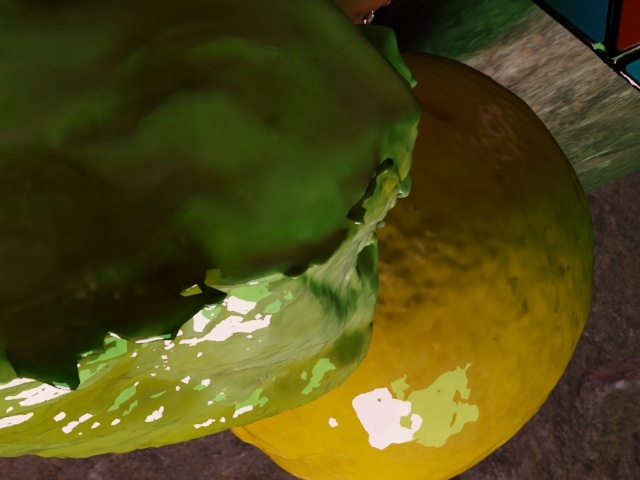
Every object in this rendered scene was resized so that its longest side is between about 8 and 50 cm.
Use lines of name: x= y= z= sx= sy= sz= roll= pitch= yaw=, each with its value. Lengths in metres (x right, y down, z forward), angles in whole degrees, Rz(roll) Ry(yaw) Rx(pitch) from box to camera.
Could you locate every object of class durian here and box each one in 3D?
durian: x=-0.090 y=-0.005 z=0.490 sx=0.256 sy=0.204 sz=0.339 roll=1 pitch=154 yaw=-1

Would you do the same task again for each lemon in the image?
lemon: x=0.043 y=0.018 z=0.891 sx=0.348 sy=0.348 sz=0.348 roll=-25 pitch=172 yaw=-4

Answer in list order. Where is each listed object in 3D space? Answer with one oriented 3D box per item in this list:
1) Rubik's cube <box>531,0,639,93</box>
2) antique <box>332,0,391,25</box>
Rubik's cube: x=0.317 y=-0.241 z=0.995 sx=0.250 sy=0.284 sz=0.234 roll=26 pitch=115 yaw=-37
antique: x=-0.006 y=-0.148 z=0.526 sx=0.093 sy=0.087 sz=0.310 roll=-22 pitch=171 yaw=-28
